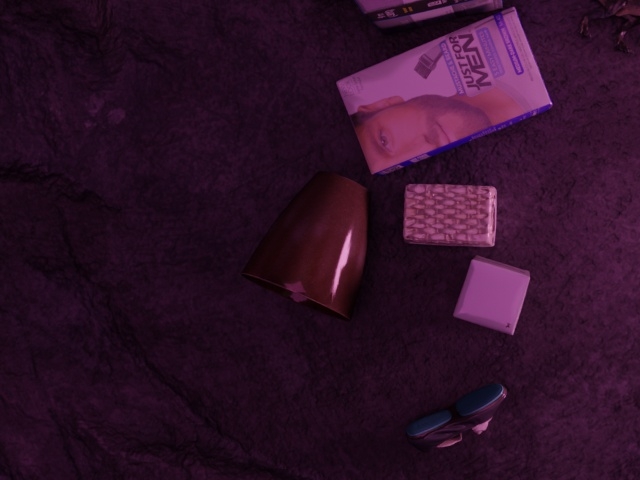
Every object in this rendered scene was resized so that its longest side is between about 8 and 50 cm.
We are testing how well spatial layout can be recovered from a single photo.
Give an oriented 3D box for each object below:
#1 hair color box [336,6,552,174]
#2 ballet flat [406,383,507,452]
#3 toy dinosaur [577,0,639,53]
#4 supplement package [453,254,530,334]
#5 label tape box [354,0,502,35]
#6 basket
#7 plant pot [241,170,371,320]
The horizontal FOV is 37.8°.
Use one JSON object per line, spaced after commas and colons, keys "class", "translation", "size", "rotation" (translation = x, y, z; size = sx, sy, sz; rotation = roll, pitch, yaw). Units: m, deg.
{"class": "hair color box", "translation": [0.221, -0.261, 1.679], "size": [0.339, 0.110, 0.185], "rotation": [-22, 88, 13]}
{"class": "ballet flat", "translation": [0.256, 0.331, 1.714], "size": [0.203, 0.074, 0.074], "rotation": [-27, 86, 5]}
{"class": "toy dinosaur", "translation": [0.517, -0.401, 1.634], "size": [0.268, 0.064, 0.118], "rotation": [26, 103, 21]}
{"class": "supplement package", "translation": [0.301, 0.092, 1.634], "size": [0.105, 0.179, 0.105], "rotation": [18, 95, 10]}
{"class": "label tape box", "translation": [0.140, -0.433, 1.623], "size": [0.334, 0.241, 0.105], "rotation": [-10, 91, 13]}
{"class": "basket", "translation": [0.230, -0.046, 1.684], "size": [0.167, 0.103, 0.113], "rotation": [2, 91, 13]}
{"class": "plant pot", "translation": [0.000, 0.000, 1.700], "size": [0.215, 0.215, 0.230], "rotation": [22, 81, 11]}
